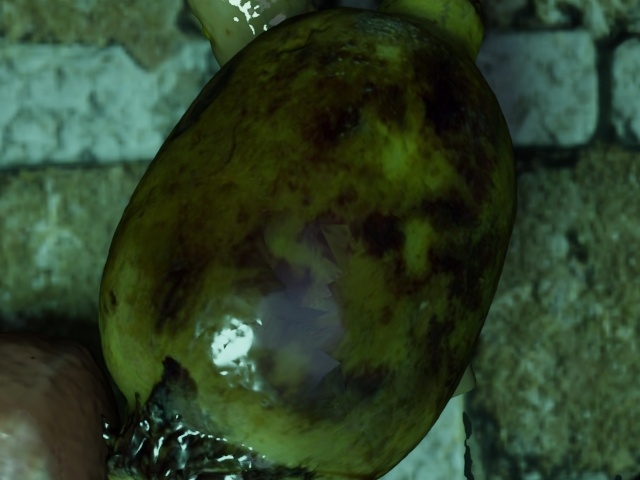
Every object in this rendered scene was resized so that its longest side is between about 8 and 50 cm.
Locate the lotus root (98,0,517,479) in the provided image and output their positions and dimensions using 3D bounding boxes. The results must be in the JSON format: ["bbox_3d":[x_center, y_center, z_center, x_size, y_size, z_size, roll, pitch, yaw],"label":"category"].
[{"bbox_3d":[0.000,0.000,0.871,0.169,0.141,0.314,33,71,-25],"label":"lotus root"}]

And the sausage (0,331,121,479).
[{"bbox_3d":[-0.167,0.158,0.872,0.148,0.148,0.254,16,77,-20],"label":"sausage"}]

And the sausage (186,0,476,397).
[{"bbox_3d":[-0.005,-0.052,0.977,0.066,0.066,0.301,-28,103,-17],"label":"sausage"}]
